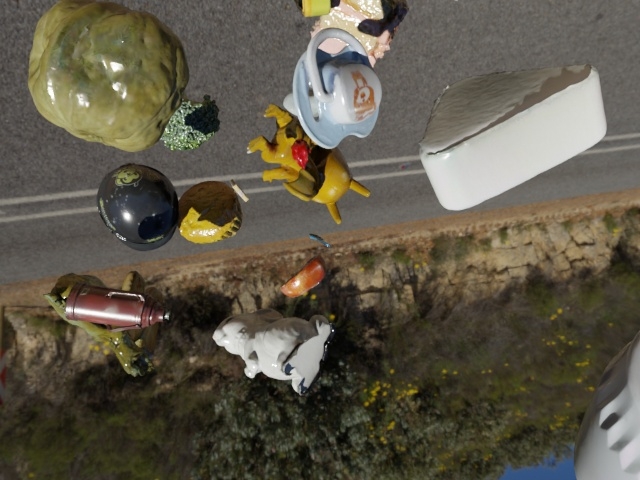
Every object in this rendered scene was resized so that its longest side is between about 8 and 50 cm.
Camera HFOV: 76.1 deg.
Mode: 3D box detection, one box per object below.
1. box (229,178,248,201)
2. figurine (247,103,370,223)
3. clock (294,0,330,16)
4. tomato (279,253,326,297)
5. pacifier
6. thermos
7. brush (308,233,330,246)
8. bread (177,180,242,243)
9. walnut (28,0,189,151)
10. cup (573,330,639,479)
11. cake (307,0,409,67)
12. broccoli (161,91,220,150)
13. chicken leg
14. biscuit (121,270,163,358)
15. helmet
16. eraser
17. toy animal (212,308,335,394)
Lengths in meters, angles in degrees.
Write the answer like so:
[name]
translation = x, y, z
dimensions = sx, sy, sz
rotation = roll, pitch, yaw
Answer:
[box]
translation = -0.194, -0.120, 0.972
dimensions = 0.012, 0.046, 0.083
rotation = -39, -155, -2
[figurine]
translation = -0.040, -0.249, 1.352
dimensions = 0.268, 0.401, 0.387
rotation = -17, 142, 34
[clock]
translation = -0.032, -0.818, 1.325
dimensions = 0.096, 0.202, 0.143
rotation = -8, 129, -10
[tomato]
translation = -0.062, 0.163, 1.771
dimensions = 0.237, 0.095, 0.237
rotation = -40, -178, 2
[pacifier]
translation = 0.010, -0.321, 0.889
dimensions = 0.207, 0.227, 0.279
rotation = 1, -158, 44
[thermos]
translation = -0.494, 0.166, 1.021
dimensions = 0.232, 0.099, 0.124
rotation = 10, 129, -8
[brush]
translation = 0.000, 0.000, 1.427
dimensions = 0.051, 0.014, 0.164
rotation = 14, -173, -23
[bread]
translation = -0.389, -0.096, 1.435
dimensions = 0.240, 0.240, 0.139
rotation = -11, 164, 6
[walnut]
translation = -0.421, -0.328, 0.822
dimensions = 0.282, 0.277, 0.253
rotation = 25, -173, 38
[cup]
translation = 0.477, 0.260, 0.508
dimensions = 0.253, 0.253, 0.371
rotation = -13, 134, 14
[cake]
translation = 0.144, -0.812, 1.524
dimensions = 0.293, 0.314, 0.307
rotation = 32, 131, -9
[broccoli]
translation = -0.589, -0.497, 1.675
dimensions = 0.324, 0.272, 0.334
rotation = -52, 151, 15
[chicken leg]
translation = -0.675, 0.279, 1.293
dimensions = 0.152, 0.429, 0.201
rotation = -37, -156, -22
[biscuit]
translation = -0.680, 0.284, 1.527
dimensions = 0.062, 0.291, 0.237
rotation = -7, 149, 8
[helmet]
translation = -0.539, -0.102, 1.247
dimensions = 0.230, 0.279, 0.160
rotation = -23, -168, -32
[eraser]
translation = 0.333, -0.205, 0.828
dimensions = 0.331, 0.331, 0.150
rotation = -16, 124, 25
[toy animal]
translation = -0.154, 0.302, 1.252
dimensions = 0.357, 0.194, 0.258
rotation = 17, -135, 40
